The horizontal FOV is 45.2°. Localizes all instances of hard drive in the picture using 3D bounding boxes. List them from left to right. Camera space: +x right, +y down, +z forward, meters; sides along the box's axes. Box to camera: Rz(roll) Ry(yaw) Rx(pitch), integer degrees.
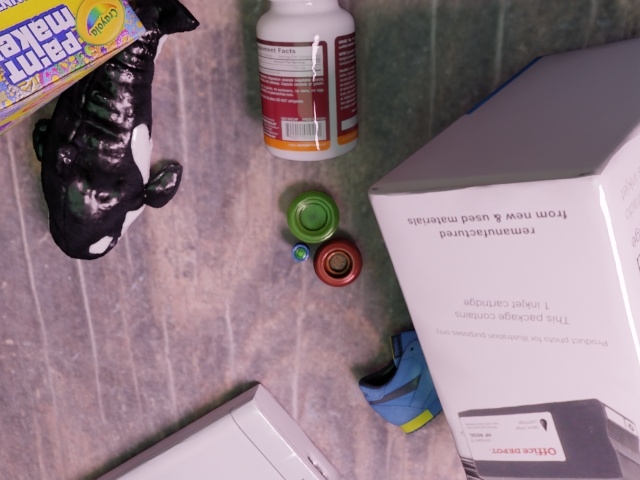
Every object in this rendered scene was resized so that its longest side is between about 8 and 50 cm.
[{"bbox_3d":[-0.139,0.342,0.927,0.353,0.047,0.233,-33,105,21],"label":"hard drive"}]

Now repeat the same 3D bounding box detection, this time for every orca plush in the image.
[{"bbox_3d":[-0.198,-0.090,0.716,0.151,0.102,0.287,37,114,-8],"label":"orca plush"}]

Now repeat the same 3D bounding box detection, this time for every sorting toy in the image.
[{"bbox_3d":[0.000,0.000,0.764,0.061,0.042,0.102,-26,96,3],"label":"sorting toy"}]

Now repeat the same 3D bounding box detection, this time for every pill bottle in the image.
[{"bbox_3d":[-0.011,-0.152,0.668,0.086,0.086,0.151,1,113,8],"label":"pill bottle"}]

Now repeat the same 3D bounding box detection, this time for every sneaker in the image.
[{"bbox_3d":[0.123,0.108,0.771,0.082,0.069,0.209,42,113,-6],"label":"sneaker"}]

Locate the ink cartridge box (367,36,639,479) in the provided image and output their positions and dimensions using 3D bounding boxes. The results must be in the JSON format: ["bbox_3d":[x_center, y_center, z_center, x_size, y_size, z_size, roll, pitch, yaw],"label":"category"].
[{"bbox_3d":[0.232,0.072,0.601,0.166,0.285,0.394,-1,118,42],"label":"ink cartridge box"}]

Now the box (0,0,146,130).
[{"bbox_3d":[-0.351,-0.197,0.609,0.290,0.177,0.279,-21,110,38],"label":"box"}]
